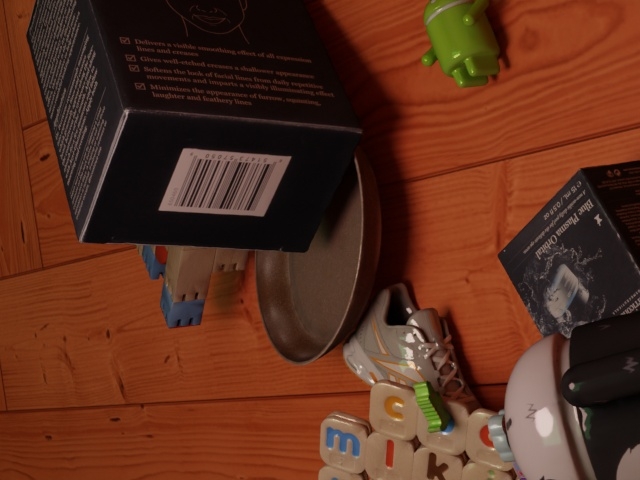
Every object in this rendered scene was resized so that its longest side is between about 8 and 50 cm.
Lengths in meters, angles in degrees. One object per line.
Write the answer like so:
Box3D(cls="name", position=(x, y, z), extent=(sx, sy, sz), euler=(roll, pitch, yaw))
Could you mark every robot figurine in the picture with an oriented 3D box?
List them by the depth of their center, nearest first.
Box3D(cls="robot figurine", position=(0.303, 0.149, 1.307), extent=(0.278, 0.173, 0.209), euler=(-15, 114, 19))
Box3D(cls="robot figurine", position=(0.153, -0.223, 1.593), extent=(0.101, 0.067, 0.115), euler=(-44, 61, 55))

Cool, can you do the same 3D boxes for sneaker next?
Box3D(cls="sneaker", position=(0.122, 0.149, 1.684), extent=(0.262, 0.099, 0.121), euler=(44, 125, 40))

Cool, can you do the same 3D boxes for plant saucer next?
Box3D(cls="plant saucer", position=(0.000, 0.000, 1.810), extent=(0.310, 0.050, 0.310), euler=(-174, 90, -66))

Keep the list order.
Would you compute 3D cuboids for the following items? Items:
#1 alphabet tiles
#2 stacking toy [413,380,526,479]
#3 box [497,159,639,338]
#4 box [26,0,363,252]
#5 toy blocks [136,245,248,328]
Box3D(cls="alphabet tiles", position=(0.130, 0.284, 1.630), extent=(0.284, 0.021, 0.278), euler=(15, 124, 21))
Box3D(cls="stacking toy", position=(0.205, 0.232, 1.511), extent=(0.167, 0.052, 0.221), euler=(-16, 108, 34))
Box3D(cls="box", position=(0.279, 0.030, 1.443), extent=(0.156, 0.093, 0.158), euler=(-52, 56, 45))
Box3D(cls="box", position=(-0.168, -0.196, 1.786), extent=(0.212, 0.293, 0.395), euler=(-63, 35, 39))
Box3D(cls="toy blocks", position=(-0.191, -0.061, 2.028), extent=(0.381, 0.191, 0.261), euler=(-117, 30, -41))
